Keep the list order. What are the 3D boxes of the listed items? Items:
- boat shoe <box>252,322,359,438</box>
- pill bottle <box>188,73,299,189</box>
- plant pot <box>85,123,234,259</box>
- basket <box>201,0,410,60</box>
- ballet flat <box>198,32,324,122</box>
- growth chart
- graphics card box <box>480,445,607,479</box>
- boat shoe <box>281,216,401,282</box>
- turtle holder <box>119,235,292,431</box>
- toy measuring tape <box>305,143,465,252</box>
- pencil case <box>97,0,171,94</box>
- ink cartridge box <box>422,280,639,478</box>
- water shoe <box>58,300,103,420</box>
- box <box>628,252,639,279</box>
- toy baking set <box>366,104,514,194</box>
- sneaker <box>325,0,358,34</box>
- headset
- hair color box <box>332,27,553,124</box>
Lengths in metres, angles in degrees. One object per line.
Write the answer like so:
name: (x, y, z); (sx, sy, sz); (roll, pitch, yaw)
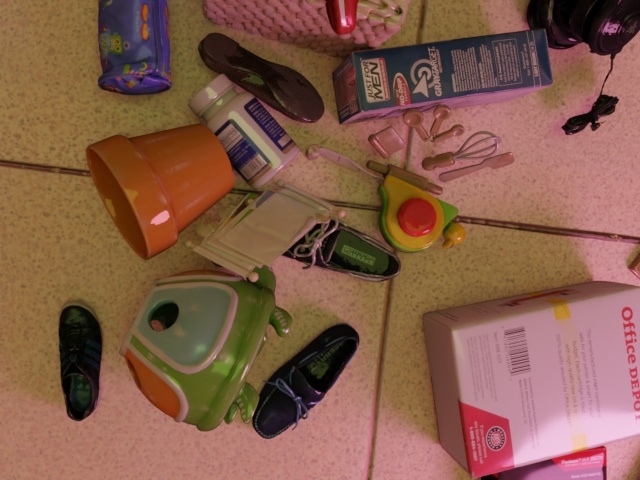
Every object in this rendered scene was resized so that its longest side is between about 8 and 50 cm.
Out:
boat shoe: (-0.032, 0.251, 1.259); (0.109, 0.089, 0.258); (38, 86, -10)
pill bottle: (-0.136, -0.192, 1.209); (0.112, 0.112, 0.186); (-42, 99, -6)
plant pot: (-0.255, -0.100, 1.159); (0.188, 0.205, 0.205); (-30, 98, -24)
basket: (-0.011, -0.472, 1.111); (0.328, 0.331, 0.266); (13, 92, -12)
ballet flat: (-0.106, -0.285, 1.245); (0.250, 0.058, 0.084); (27, 66, -16)
growth chart: (-0.097, -0.026, 1.176); (0.172, 0.021, 0.237); (32, 55, 29)
graphics card box: (0.438, 0.578, 1.361); (0.233, 0.094, 0.370); (-2, 94, -11)
boat shoe: (-0.001, 0.004, 1.246); (0.306, 0.105, 0.113); (26, 87, -10)
turtle holder: (-0.184, 0.140, 1.149); (0.227, 0.243, 0.320); (26, 89, -9)
toy measuring tape: (0.108, -0.060, 1.267); (0.330, 0.121, 0.121); (25, 88, -2)
pencil case: (-0.309, -0.399, 1.159); (0.119, 0.133, 0.306); (-3, 95, -44)
ink cartridge box: (0.413, 0.246, 1.306); (0.385, 0.160, 0.279); (-10, 95, -10)
water shoe: (-0.410, 0.205, 1.190); (0.073, 0.080, 0.203); (-7, 94, -11)
box: (0.753, 0.032, 1.432); (0.164, 0.021, 0.201); (40, 85, -10)
toy baking set: (0.212, -0.150, 1.250); (0.256, 0.197, 0.030); (22, 51, -23)
sneaker: (0.071, -0.392, 0.936); (0.128, 0.087, 0.221); (-3, 102, -8)
headset: (0.465, -0.394, 1.260); (0.185, 0.243, 0.394); (-32, 118, -7)
hair color box: (0.210, -0.289, 1.238); (0.347, 0.174, 0.105); (-10, 94, -10)
